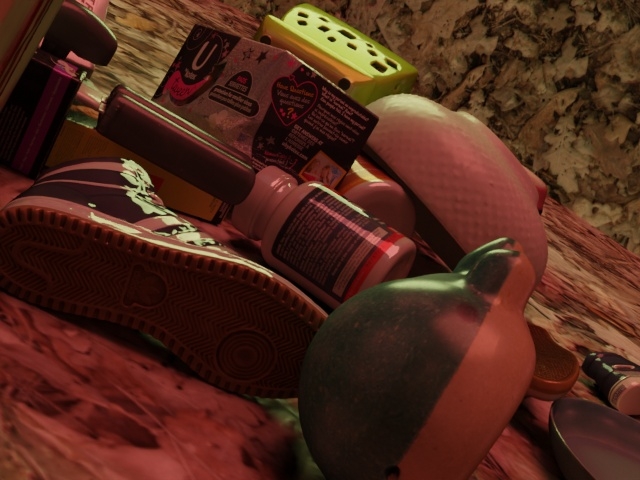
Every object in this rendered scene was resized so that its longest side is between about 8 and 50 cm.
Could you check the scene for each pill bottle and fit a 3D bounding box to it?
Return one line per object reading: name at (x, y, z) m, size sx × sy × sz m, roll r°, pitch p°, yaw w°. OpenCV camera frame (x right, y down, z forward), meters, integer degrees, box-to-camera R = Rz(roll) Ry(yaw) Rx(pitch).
pill bottle at (0.024, -0.063, 1.298) m, size 0.121 × 0.121 × 0.216 m, roll 20°, pitch 18°, yaw -34°
pill bottle at (0.000, 0.000, 1.067) m, size 0.180 × 0.108 × 0.108 m, roll 34°, pitch 15°, yaw 16°

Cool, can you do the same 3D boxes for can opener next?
can opener at (-0.178, -0.141, 0.989) m, size 0.283 × 0.095 × 0.076 m, roll 29°, pitch 15°, yaw -18°

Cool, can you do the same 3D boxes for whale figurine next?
whale figurine at (0.075, 0.078, 0.749) m, size 0.141 × 0.216 × 0.272 m, roll 30°, pitch 35°, yaw 5°

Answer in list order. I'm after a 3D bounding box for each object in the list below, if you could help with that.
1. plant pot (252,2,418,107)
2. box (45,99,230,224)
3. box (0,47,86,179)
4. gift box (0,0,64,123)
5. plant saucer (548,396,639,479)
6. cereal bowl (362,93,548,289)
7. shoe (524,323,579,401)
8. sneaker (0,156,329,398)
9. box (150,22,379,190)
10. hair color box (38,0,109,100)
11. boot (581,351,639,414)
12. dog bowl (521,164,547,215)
plant pot at (-0.016, -0.213, 1.542) m, size 0.227 × 0.228 × 0.207 m, roll 33°, pitch 21°, yaw 11°
box at (-0.202, -0.088, 1.075) m, size 0.232 × 0.058 × 0.087 m, roll 20°, pitch 18°, yaw -37°
box at (-0.310, -0.141, 0.921) m, size 0.162 × 0.116 × 0.029 m, roll 27°, pitch 30°, yaw -13°
gift box at (-0.339, -0.188, 0.738) m, size 0.255 × 0.258 × 0.276 m, roll 30°, pitch 3°, yaw -6°
plant saucer at (0.353, 0.266, 0.989) m, size 0.318 × 0.043 × 0.317 m, roll 28°, pitch 15°, yaw -8°
cereal bowl at (0.187, -0.070, 1.358) m, size 0.339 × 0.141 × 0.339 m, roll 49°, pitch 0°, yaw 0°
shoe at (0.235, 0.143, 1.107) m, size 0.077 × 0.058 × 0.219 m, roll 7°, pitch 9°, yaw 4°
sneaker at (-0.113, 0.021, 0.802) m, size 0.282 × 0.099 × 0.153 m, roll 24°, pitch 17°, yaw -12°
box at (-0.079, -0.157, 1.242) m, size 0.163 × 0.142 × 0.247 m, roll 31°, pitch -2°, yaw -36°
hair color box at (-0.409, -0.284, 1.035) m, size 0.374 × 0.113 × 0.185 m, roll 20°, pitch 54°, yaw -24°
boot at (0.436, 0.191, 1.343) m, size 0.190 × 0.069 × 0.086 m, roll 18°, pitch 22°, yaw -34°
dog bowl at (0.228, -0.120, 1.831) m, size 0.408 × 0.150 × 0.408 m, roll 28°, pitch 15°, yaw -8°
